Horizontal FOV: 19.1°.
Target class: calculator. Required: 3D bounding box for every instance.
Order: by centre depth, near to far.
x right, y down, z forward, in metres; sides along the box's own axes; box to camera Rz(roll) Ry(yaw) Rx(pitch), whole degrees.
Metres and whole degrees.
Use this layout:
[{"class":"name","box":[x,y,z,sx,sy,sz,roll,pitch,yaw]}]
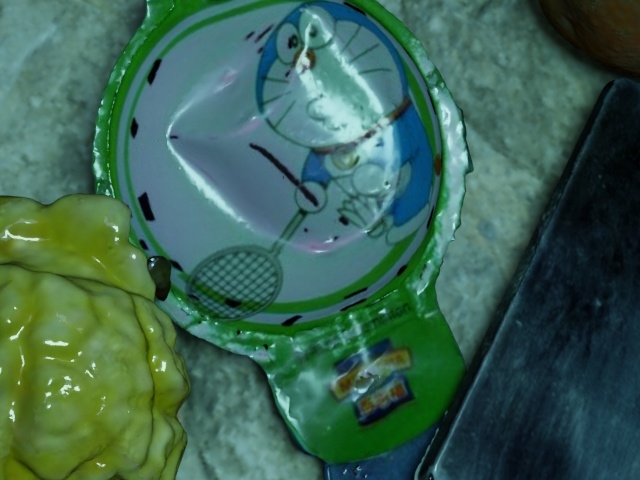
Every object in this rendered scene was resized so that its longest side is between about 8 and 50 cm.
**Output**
[{"class":"calculator","box":[0.166,0.054,1.014,0.161,0.021,0.261,34,72,-17]}]

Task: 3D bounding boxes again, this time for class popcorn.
[{"class":"popcorn","box":[-0.142,0.065,0.894,0.180,0.180,0.170,50,47,3]}]

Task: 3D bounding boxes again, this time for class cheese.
[{"class":"cheese","box":[0.000,0.000,0.977,0.204,0.083,0.320,-24,94,-21]}]

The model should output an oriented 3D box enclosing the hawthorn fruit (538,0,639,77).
[{"class":"hawthorn fruit","box":[0.192,-0.136,1.024,0.149,0.149,0.189,-28,102,-16]}]
